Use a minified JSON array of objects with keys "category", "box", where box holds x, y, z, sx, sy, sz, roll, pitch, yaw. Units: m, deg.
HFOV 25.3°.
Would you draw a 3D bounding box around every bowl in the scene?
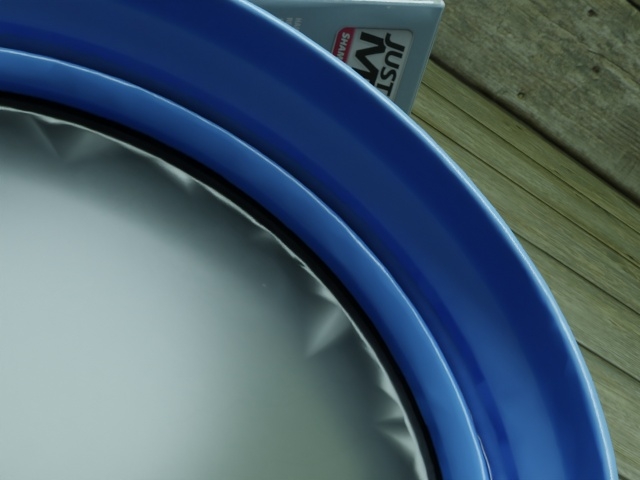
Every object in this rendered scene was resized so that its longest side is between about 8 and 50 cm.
[{"category":"bowl","box":[-0.089,0.053,0.457,0.391,0.077,0.391,17,46,-18]}]

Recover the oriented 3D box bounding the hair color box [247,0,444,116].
[{"category":"hair color box","box":[-0.147,-0.134,0.745,0.374,0.113,0.185,-1,42,-21]}]
